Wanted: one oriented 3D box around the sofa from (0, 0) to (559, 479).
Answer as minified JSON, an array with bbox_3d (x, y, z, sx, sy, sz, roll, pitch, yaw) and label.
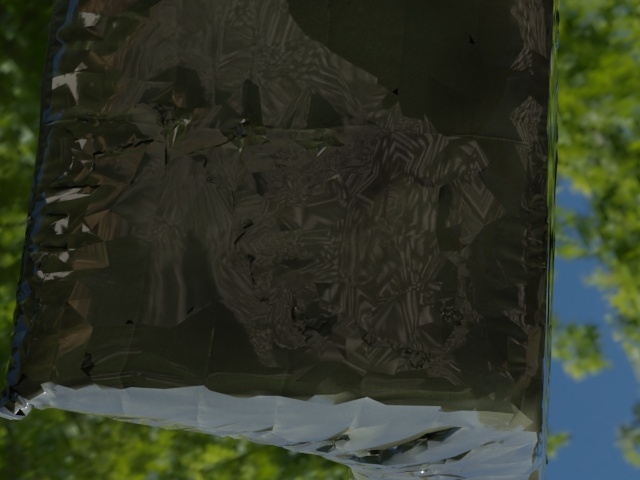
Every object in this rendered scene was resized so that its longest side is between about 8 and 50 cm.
[{"bbox_3d":[0.000,0.000,0.693,0.225,0.176,0.210,69,-157,-71],"label":"sofa"}]
